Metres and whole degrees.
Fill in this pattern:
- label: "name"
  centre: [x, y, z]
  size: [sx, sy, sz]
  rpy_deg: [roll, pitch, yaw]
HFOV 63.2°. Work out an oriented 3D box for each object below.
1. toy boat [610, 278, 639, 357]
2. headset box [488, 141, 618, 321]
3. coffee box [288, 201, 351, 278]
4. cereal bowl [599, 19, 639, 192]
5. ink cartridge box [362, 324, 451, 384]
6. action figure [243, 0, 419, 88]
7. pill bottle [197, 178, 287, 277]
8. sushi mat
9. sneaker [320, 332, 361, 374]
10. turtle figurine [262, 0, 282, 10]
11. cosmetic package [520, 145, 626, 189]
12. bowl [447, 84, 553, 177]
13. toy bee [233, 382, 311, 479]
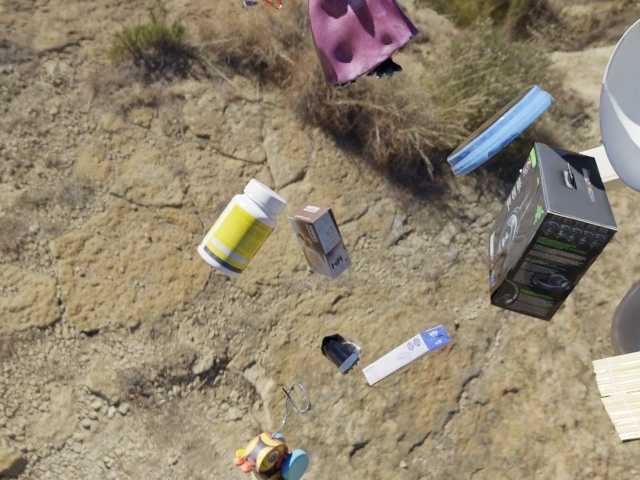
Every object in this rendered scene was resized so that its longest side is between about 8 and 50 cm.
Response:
- label: "toy boat"
  centre: [0.848, 0.231, 1.197]
  size: [0.148, 0.267, 0.318]
  rpy_deg: [24, 9, -46]
- label: "headset box"
  centre: [0.461, -0.026, 1.065]
  size: [0.131, 0.283, 0.246]
  rpy_deg: [16, 44, 3]
- label: "coffee box"
  centre: [0.000, 0.000, 1.843]
  size: [0.141, 0.246, 0.098]
  rpy_deg: [16, 46, 45]
- label: "cereal bowl"
  centre: [0.686, -0.258, 0.984]
  size: [0.141, 0.339, 0.338]
  rpy_deg: [-5, 58, -2]
- label: "ink cartridge box"
  centre: [0.201, 0.272, 1.227]
  size: [0.097, 0.207, 0.046]
  rpy_deg: [-7, 61, -45]
- label: "action figure"
  centre: [0.033, -0.433, 0.796]
  size: [0.275, 0.248, 0.370]
  rpy_deg: [-50, 121, -49]
- label: "pill bottle"
  centre: [-0.176, -0.030, 1.193]
  size: [0.119, 0.119, 0.208]
  rpy_deg: [38, 96, 10]
- label: "sushi mat"
  centre: [0.517, 0.165, 0.642]
  size: [0.019, 0.317, 0.151]
  rpy_deg: [59, 26, -20]
- label: "sneaker"
  centre: [0.051, 0.291, 1.397]
  size: [0.106, 0.234, 0.078]
  rpy_deg: [44, 88, 6]
- label: "turtle figurine"
  centre: [-0.021, -0.531, 1.044]
  size: [0.270, 0.087, 0.217]
  rpy_deg: [1, 48, -17]
- label: "cosmetic package"
  centre: [0.783, -0.192, 1.584]
  size: [0.310, 0.160, 0.113]
  rpy_deg: [-17, 75, 21]
- label: "bowl"
  centre: [0.590, -0.368, 1.747]
  size: [0.077, 0.391, 0.391]
  rpy_deg: [48, 57, -2]
- label: "toy bee"
  centre: [-0.119, 0.473, 1.116]
  size: [0.162, 0.195, 0.298]
  rpy_deg: [-13, 93, -44]
